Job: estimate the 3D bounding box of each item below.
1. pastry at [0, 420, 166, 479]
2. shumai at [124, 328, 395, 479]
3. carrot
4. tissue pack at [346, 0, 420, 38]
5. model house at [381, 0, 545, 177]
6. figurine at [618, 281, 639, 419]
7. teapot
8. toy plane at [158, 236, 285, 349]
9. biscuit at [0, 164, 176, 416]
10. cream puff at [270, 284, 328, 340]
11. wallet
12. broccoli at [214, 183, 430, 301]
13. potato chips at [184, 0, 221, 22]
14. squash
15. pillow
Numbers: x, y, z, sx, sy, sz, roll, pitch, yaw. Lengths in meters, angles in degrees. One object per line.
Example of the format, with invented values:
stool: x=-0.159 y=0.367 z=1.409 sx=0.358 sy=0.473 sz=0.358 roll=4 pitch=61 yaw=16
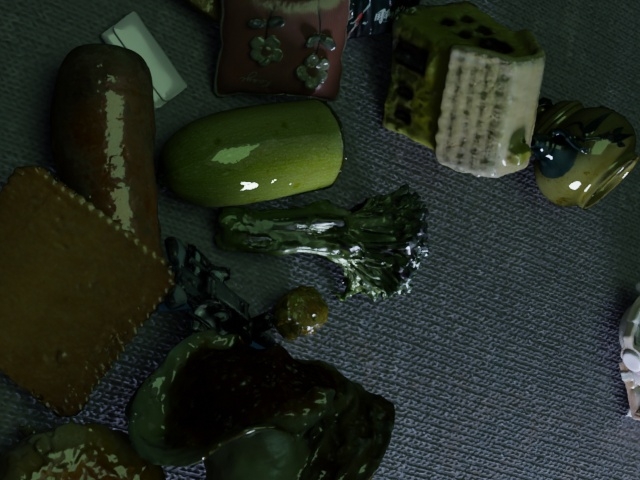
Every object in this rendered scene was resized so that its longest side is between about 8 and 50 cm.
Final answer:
pastry: x=-0.294 y=0.341 z=1.453 sx=0.236 sy=0.121 sz=0.256 roll=-4 pitch=89 yaw=-28
shumai: x=-0.086 y=0.232 z=1.516 sx=0.288 sy=0.292 sz=0.330 roll=36 pitch=28 yaw=-3
carrot: x=-0.263 y=-0.092 z=1.501 sx=0.139 sy=0.139 sz=0.301 roll=-2 pitch=80 yaw=-32
tissue pack: x=0.048 y=-0.347 z=1.741 sx=0.170 sy=0.090 sz=0.103 roll=-17 pitch=54 yaw=-31
model house: x=0.227 y=-0.215 z=1.739 sx=0.175 sy=0.234 sz=0.193 roll=-18 pitch=127 yaw=-38
figurine: x=0.559 y=0.184 z=1.981 sx=0.163 sy=0.141 sz=0.236 roll=2 pitch=83 yaw=-36
teapot: x=0.403 y=-0.154 z=1.927 sx=0.182 sy=0.173 sz=0.269 roll=48 pitch=32 yaw=15
toy plane: x=-0.120 y=0.097 z=1.603 sx=0.246 sy=0.078 sz=0.169 roll=31 pitch=36 yaw=-33
biscuit: x=-0.323 y=0.059 z=1.443 sx=0.237 sy=0.013 sz=0.232 roll=37 pitch=94 yaw=0
cream puff: x=-0.031 y=0.098 z=1.674 sx=0.083 sy=0.058 sz=0.083 roll=47 pitch=63 yaw=-25
wallet: x=-0.233 y=-0.238 z=1.606 sx=0.061 sy=0.025 sz=0.122 roll=-41 pitch=106 yaw=-21
broccoli: x=0.002 y=-0.006 z=1.676 sx=0.304 sy=0.145 sz=0.164 roll=5 pitch=78 yaw=-19
potato chips: x=-0.284 y=-0.392 z=1.572 sx=0.407 sy=0.057 sz=0.080 roll=22 pitch=87 yaw=-28
squash: x=-0.101 y=-0.113 z=1.610 sx=0.247 sy=0.132 sz=0.132 roll=-13 pitch=91 yaw=-32
pillow: x=-0.051 y=-0.265 z=1.639 sx=0.179 sy=0.075 sz=0.171 roll=2 pitch=119 yaw=-9
